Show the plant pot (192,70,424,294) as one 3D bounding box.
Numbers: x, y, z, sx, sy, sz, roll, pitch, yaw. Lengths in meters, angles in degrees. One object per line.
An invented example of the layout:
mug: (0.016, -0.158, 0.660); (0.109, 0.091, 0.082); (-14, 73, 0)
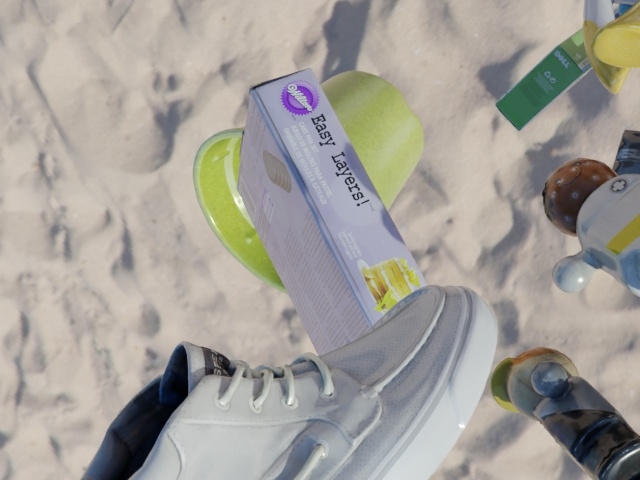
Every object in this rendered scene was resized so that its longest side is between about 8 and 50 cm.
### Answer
plant pot: (0.009, -0.099, 1.335); (0.276, 0.254, 0.276); (25, 140, 23)

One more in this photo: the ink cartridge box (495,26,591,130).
ink cartridge box: (0.381, -0.271, 1.507); (0.062, 0.109, 0.209); (50, 136, 4)

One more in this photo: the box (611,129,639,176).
box: (0.586, 0.002, 1.277); (0.318, 0.097, 0.395); (9, 160, 34)

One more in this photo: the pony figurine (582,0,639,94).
pony figurine: (0.386, -0.232, 0.803); (0.351, 0.363, 0.303); (14, 146, 4)

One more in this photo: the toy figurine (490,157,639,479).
toy figurine: (0.224, 0.045, 0.590); (0.209, 0.148, 0.213); (-3, 114, -17)

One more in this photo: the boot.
boot: (-0.018, 0.087, 0.469); (0.123, 0.258, 0.095); (48, 150, -15)

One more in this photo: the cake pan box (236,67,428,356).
cake pan box: (0.000, 0.000, 0.935); (0.246, 0.070, 0.267); (64, 165, 14)
